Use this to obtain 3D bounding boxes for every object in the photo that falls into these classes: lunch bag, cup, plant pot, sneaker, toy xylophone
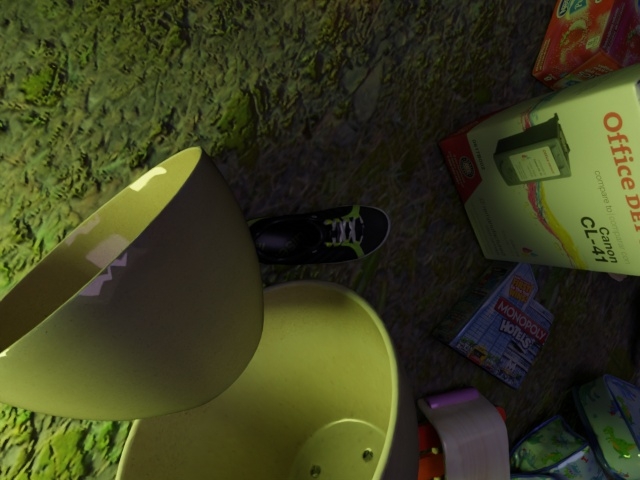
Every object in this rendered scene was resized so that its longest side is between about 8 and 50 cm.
[{"bbox_3d":[0.568,0.345,0.731,0.219,0.090,0.176,24,41,-20],"label":"lunch bag"},{"bbox_3d":[-0.021,0.246,0.478,0.331,0.331,0.237,-44,126,-11],"label":"cup"},{"bbox_3d":[0.407,0.411,0.720,0.151,0.096,0.129,-33,106,2],"label":"lunch bag"},{"bbox_3d":[-0.171,0.067,0.428,0.284,0.284,0.191,-44,119,-11],"label":"plant pot"},{"bbox_3d":[0.000,0.000,0.557,0.234,0.097,0.084,-9,96,-17],"label":"sneaker"},{"bbox_3d":[0.207,0.406,0.655,0.236,0.081,0.323,2,92,-18],"label":"toy xylophone"}]

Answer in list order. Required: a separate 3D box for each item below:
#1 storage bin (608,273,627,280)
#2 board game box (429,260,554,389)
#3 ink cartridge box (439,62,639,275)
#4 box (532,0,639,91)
[{"bbox_3d":[0.655,-0.035,0.682,0.123,0.262,0.260,42,80,-15],"label":"storage bin"},{"bbox_3d":[0.313,0.128,0.686,0.194,0.060,0.194,33,84,-17],"label":"board game box"},{"bbox_3d":[0.333,-0.084,0.551,0.131,0.306,0.226,-28,101,-15],"label":"ink cartridge box"},{"bbox_3d":[0.477,-0.379,0.675,0.122,0.128,0.257,22,87,-18],"label":"box"}]
